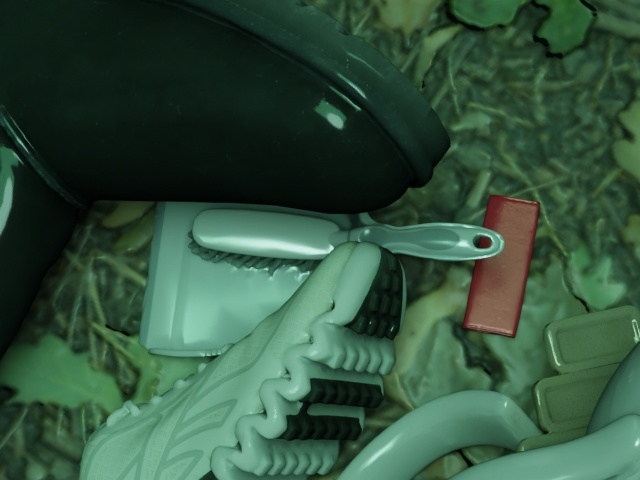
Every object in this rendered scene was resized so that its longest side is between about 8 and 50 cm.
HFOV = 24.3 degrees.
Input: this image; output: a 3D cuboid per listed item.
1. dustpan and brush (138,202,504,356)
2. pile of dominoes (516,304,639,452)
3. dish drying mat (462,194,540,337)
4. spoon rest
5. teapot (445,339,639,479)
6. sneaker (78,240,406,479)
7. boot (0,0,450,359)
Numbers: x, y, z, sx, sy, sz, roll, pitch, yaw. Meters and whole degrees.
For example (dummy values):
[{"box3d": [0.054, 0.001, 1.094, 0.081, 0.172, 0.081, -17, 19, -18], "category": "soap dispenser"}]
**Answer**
[{"box3d": [0.000, 0.000, 0.866, 0.211, 0.060, 0.147, 5, 76, 6], "category": "dustpan and brush"}, {"box3d": [0.185, 0.162, 0.812, 0.196, 0.040, 0.251, 16, 74, -12], "category": "pile of dominoes"}, {"box3d": [0.107, 0.015, 0.881, 0.032, 0.008, 0.083, 11, 78, 8], "category": "dish drying mat"}, {"box3d": [0.013, 0.197, 0.798, 0.276, 0.137, 0.084, -52, 36, -15], "category": "spoon rest"}, {"box3d": [0.213, 0.155, 0.710, 0.256, 0.187, 0.252, 45, 42, 17], "category": "teapot"}, {"box3d": [-0.063, 0.113, 0.811, 0.118, 0.110, 0.292, 37, 93, 27], "category": "sneaker"}, {"box3d": [-0.186, 0.050, 0.789, 0.367, 0.146, 0.445, 26, 76, 39], "category": "boot"}]
